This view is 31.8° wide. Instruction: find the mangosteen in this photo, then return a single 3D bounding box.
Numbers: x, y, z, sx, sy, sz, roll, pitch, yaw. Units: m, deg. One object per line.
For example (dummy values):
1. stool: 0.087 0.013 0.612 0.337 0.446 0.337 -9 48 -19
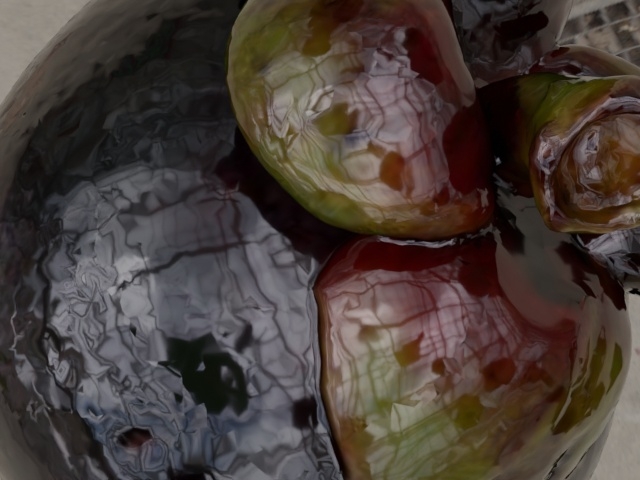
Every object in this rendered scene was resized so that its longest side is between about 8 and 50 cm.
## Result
1. mangosteen: 0.000 0.000 0.576 0.382 0.382 0.435 34 144 4
